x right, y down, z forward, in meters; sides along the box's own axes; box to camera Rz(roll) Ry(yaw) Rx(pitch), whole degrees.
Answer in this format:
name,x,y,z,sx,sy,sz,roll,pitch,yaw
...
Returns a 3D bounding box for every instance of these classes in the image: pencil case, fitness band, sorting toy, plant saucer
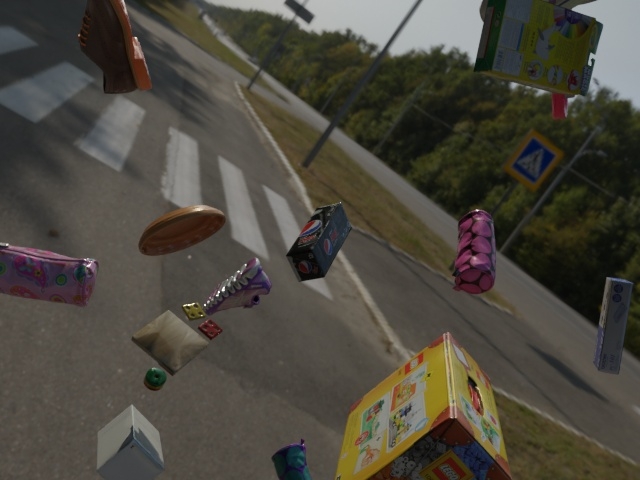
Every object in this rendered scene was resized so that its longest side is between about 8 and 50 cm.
name,x,y,z,sx,sy,sz,roll,pitch,yaw
pencil case,-0.034,0.442,1.228,0.152,0.070,0.064,64,1,25
fitness band,0.630,-0.464,1.787,0.054,0.291,0.209,-1,19,15
pencil case,-0.660,0.072,1.559,0.284,0.124,0.124,12,11,-5
sorting toy,-0.351,0.243,1.605,0.132,0.046,0.274,37,35,9
plant saucer,-0.306,-0.026,1.498,0.037,0.200,0.200,66,16,12
pencil case,0.360,0.027,1.606,0.095,0.098,0.209,35,43,-17

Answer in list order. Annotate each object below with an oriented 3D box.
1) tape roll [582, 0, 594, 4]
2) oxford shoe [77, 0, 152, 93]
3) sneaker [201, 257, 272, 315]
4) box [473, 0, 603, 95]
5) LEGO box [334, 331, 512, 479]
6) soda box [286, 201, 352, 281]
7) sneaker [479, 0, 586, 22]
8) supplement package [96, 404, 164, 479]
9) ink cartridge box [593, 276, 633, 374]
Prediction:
name,x,y,z,sx,sy,sz,roll,pitch,yaw
tape roll,0.576,-0.579,1.393,0.219,0.219,0.072,16,56,-65
oxford shoe,-0.500,-0.485,1.563,0.364,0.132,0.130,80,-10,-46
sneaker,-0.221,0.149,1.834,0.104,0.236,0.095,45,30,-17
box,0.291,-0.254,0.894,0.179,0.105,0.043,7,10,-26
LEGO box,0.242,0.489,1.691,0.193,0.372,0.500,48,16,-4
soda box,0.000,0.000,1.198,0.060,0.053,0.169,65,30,-23
sneaker,0.309,-0.389,0.919,0.161,0.102,0.282,27,-26,-36
supplement package,-0.426,0.469,1.524,0.105,0.105,0.179,53,-7,-18
ink cartridge box,0.665,0.192,1.553,0.046,0.207,0.097,8,3,14
